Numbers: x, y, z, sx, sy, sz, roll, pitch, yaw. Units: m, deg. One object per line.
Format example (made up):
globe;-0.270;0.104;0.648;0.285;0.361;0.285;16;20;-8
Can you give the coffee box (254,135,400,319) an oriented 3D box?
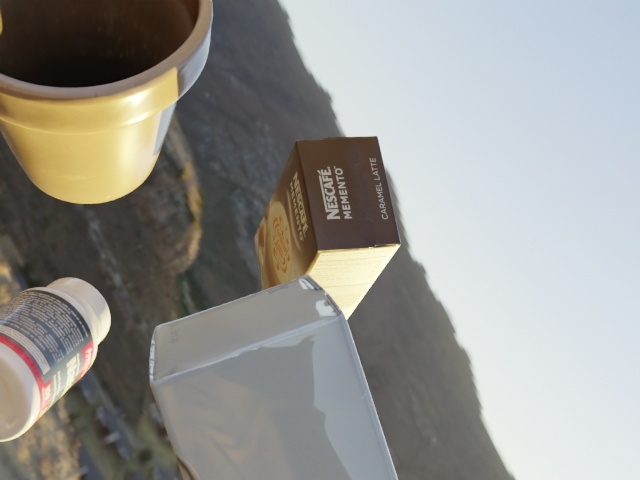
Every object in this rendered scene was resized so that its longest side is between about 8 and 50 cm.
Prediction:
coffee box;0.000;0.000;1.250;0.246;0.098;0.141;118;-36;-59

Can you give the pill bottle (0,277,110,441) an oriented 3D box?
pill bottle;-0.284;0.108;1.059;0.108;0.108;0.180;64;25;-13

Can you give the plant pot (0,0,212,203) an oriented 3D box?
plant pot;-0.247;-0.166;1.118;0.229;0.263;0.263;101;-31;-53

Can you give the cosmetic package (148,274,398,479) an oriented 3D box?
cosmetic package;0.000;0.190;0.647;0.160;0.113;0.309;-143;-146;-81
